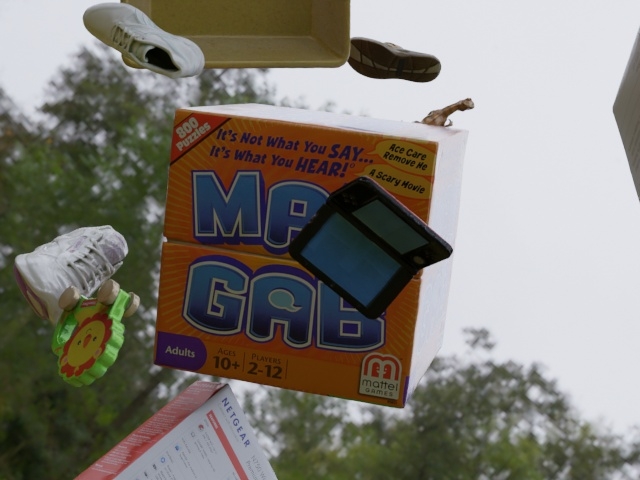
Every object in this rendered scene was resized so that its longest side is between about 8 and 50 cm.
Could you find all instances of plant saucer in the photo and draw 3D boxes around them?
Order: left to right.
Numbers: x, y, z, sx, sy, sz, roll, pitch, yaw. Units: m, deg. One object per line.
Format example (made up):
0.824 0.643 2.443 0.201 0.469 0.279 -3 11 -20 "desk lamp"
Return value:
-0.125 -0.416 1.629 0.081 0.333 0.332 -140 -131 -72 "plant saucer"

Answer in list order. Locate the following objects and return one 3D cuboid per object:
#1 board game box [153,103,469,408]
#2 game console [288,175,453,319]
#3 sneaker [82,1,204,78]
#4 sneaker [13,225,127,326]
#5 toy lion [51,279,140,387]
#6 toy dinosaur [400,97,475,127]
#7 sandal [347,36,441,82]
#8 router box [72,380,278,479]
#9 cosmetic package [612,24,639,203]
0.000 0.000 1.648 0.357 0.356 0.356 8 -80 13 "board game box"
0.058 0.011 1.317 0.144 0.085 0.124 39 -28 -14 "game console"
-0.210 -0.232 1.308 0.152 0.061 0.053 25 -67 6 "sneaker"
-0.380 0.034 1.745 0.114 0.152 0.305 61 2 -15 "sneaker"
-0.208 0.085 1.008 0.100 0.096 0.034 -9 -37 44 "toy lion"
0.165 -0.178 1.903 0.064 0.211 0.112 48 -11 -7 "toy dinosaur"
0.125 -0.321 1.995 0.180 0.049 0.072 8 -51 -15 "sandal"
-0.185 0.421 1.599 0.082 0.301 0.335 -4 -64 48 "router box"
0.640 -0.121 1.605 0.327 0.330 0.393 74 5 -71 "cosmetic package"
